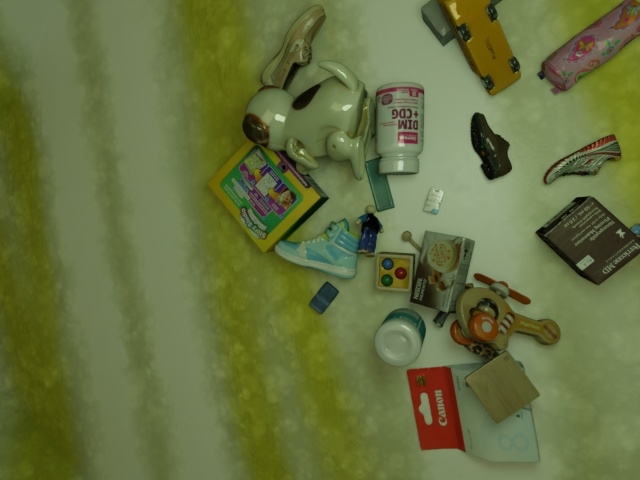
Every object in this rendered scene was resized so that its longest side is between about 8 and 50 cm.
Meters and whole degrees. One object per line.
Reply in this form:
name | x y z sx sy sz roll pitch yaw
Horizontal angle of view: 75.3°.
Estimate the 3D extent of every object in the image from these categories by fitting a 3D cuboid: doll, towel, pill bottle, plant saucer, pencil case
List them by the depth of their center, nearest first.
pencil case | 0.804 -0.567 1.223 0.284 0.124 0.124 -38 82 18
pill bottle | 0.271 0.309 1.375 0.146 0.264 0.146 1 93 19
pill bottle | 0.264 -0.366 1.388 0.161 0.160 0.282 1 94 18
doll | 0.170 -0.041 1.468 0.046 0.129 0.188 -17 57 54
plant saucer | 0.211 -0.201 1.492 0.067 0.018 0.191 -15 90 19
towel | 0.014 0.218 1.578 0.067 0.029 0.119 40 105 12

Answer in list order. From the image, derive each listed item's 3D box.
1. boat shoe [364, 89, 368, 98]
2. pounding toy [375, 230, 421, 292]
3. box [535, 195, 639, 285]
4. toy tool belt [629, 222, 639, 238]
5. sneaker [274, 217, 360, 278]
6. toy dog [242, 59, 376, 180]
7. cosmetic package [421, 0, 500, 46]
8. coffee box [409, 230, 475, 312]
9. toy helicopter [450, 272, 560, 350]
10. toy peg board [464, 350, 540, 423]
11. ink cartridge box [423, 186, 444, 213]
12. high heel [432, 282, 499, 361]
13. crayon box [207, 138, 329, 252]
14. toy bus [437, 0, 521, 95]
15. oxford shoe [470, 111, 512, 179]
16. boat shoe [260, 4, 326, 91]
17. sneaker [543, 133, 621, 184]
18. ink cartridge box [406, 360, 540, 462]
boat shoe | 0.058 -0.502 1.494 0.228 0.069 0.081 -10 91 19
pounding toy | 0.289 0.071 1.443 0.181 0.094 0.205 3 95 18
box | 0.791 -0.005 1.233 0.203 0.167 0.168 47 106 10
toy tool belt | 0.948 -0.027 1.241 0.083 0.051 0.052 15 98 17
sneaker | 0.000 0.000 1.521 0.319 0.127 0.208 16 101 7
toy dog | -0.053 -0.385 1.365 0.408 0.395 0.284 5 68 18
cosmetic package | 0.457 -0.762 1.330 0.238 0.107 0.127 -34 83 20
coffee box | 0.402 0.103 1.372 0.141 0.098 0.246 14 92 40
toy helicopter | 0.596 0.238 1.316 0.355 0.140 0.234 17 67 -8
toy peg board | 0.563 0.455 1.311 0.161 0.079 0.161 -34 81 1
ink cartridge box | 0.392 -0.138 1.429 0.048 0.028 0.083 19 100 16
high heel | 0.532 0.275 1.378 0.261 0.093 0.186 37 104 17
crayon box | -0.204 -0.188 1.584 0.313 0.106 0.363 -43 80 17
toy bus | 0.487 -0.615 1.265 0.108 0.130 0.332 -34 121 17
oxford shoe | 0.556 -0.314 1.349 0.096 0.083 0.227 -18 86 -4
boat shoe | -0.079 -0.680 1.510 0.110 0.122 0.341 45 116 6
sneaker | 0.796 -0.230 1.260 0.225 0.088 0.092 -28 86 18
ink cartridge box | 0.507 0.582 1.408 0.385 0.091 0.307 -10 90 17
